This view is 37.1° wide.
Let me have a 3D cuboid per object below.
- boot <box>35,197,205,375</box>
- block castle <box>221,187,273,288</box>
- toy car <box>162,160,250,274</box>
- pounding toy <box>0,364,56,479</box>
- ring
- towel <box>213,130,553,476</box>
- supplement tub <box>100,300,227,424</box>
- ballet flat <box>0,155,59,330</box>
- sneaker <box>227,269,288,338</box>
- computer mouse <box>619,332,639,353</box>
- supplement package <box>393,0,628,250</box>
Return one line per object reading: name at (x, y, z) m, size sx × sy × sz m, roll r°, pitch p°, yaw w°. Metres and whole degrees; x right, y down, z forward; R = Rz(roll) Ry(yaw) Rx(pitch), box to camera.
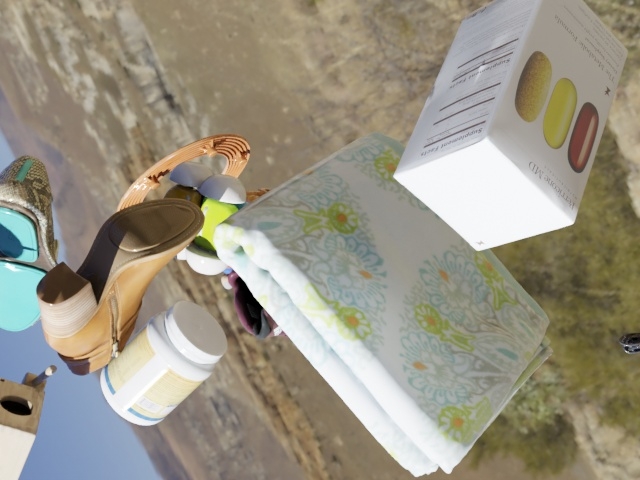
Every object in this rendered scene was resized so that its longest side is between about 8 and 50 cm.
boot at (-0.287, 0.077, 1.437) m, size 0.109 × 0.283 × 0.220 m, roll 36°, pitch 151°, yaw 23°
block castle at (0.000, 0.000, 2.085) m, size 0.303 × 0.453 × 0.212 m, roll 8°, pitch 100°, yaw 33°
toy car at (-0.170, -0.036, 1.549) m, size 0.182 × 0.136 × 0.159 m, roll 24°, pitch 105°, yaw 42°
pounding toy at (-0.473, 0.254, 1.437) m, size 0.181 × 0.094 × 0.206 m, roll -64°, pitch 17°, yaw 15°
ring at (-0.293, -0.116, 2.097) m, size 0.032 × 0.337 × 0.336 m, roll 56°, pitch 168°, yaw 15°
towel at (0.095, 0.059, 1.139) m, size 0.374 × 0.320 × 0.090 m, roll 48°, pitch 131°, yaw 6°
supplement tub at (-0.273, 0.214, 1.675) m, size 0.144 × 0.200 × 0.144 m, roll 40°, pitch -159°, yaw -19°
ballet flat at (-0.595, 0.002, 1.944) m, size 0.482 × 0.164 × 0.182 m, roll 114°, pitch 171°, yaw -52°
sneaker at (-0.029, 0.130, 1.348) m, size 0.281 × 0.106 × 0.162 m, roll 42°, pitch -157°, yaw 3°
computer mouse at (0.616, 0.217, 1.559) m, size 0.262 × 0.184 × 0.060 m, roll -98°, pitch 0°, yaw -72°
supplement package at (0.202, -0.133, 0.992) m, size 0.139 × 0.244 × 0.134 m, roll 38°, pitch 148°, yaw -23°
